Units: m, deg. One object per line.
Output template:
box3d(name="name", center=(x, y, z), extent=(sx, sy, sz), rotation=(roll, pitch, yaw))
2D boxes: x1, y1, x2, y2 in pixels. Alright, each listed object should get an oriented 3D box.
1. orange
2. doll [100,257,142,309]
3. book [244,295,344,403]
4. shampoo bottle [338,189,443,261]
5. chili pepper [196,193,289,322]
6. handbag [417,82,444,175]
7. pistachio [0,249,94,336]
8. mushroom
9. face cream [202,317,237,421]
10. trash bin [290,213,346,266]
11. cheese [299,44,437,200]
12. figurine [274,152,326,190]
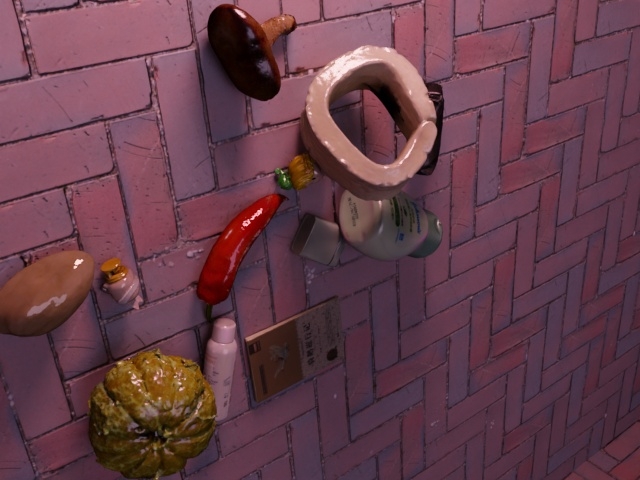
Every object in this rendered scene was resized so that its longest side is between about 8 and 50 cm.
box3d(name="orange", center=(-0.394, 0.393, 1.562), extent=(0.300, 0.223, 0.301), rotation=(-36, 122, -15))
box3d(name="doll", center=(-0.443, 0.104, 1.499), extent=(0.084, 0.073, 0.127), rotation=(-18, 121, 7))
box3d(name="book", center=(-0.064, 0.305, 1.916), extent=(0.310, 0.021, 0.216), rotation=(-23, 122, -29))
box3d(name="shampoo bottle", center=(0.208, -0.041, 1.874), extent=(0.350, 0.151, 0.221), rotation=(17, 59, -49))
box3d(name="chili pepper", center=(-0.201, 0.035, 1.643), extent=(0.368, 0.092, 0.137), rotation=(-57, 144, 0))
box3d(name="handbag", center=(0.288, -0.298, 1.800), extent=(0.247, 0.080, 0.223), rotation=(-63, 165, -70))
box3d(name="pistachio", center=(-0.553, 0.107, 1.373), extent=(0.226, 0.136, 0.136), rotation=(-45, 131, -22))
box3d(name="mushroom", center=(-0.130, -0.447, 1.477), extent=(0.217, 0.148, 0.227), rotation=(-56, 145, -29))
box3d(name="face cream", center=(-0.258, 0.326, 1.730), extent=(0.082, 0.082, 0.269), rotation=(-5, 112, -37))
box3d(name="trash bin", center=(0.000, 0.000, 1.804), extent=(0.130, 0.059, 0.116), rotation=(20, 96, -41))
box3d(name="cheese", center=(0.121, -0.270, 1.596), extent=(0.292, 0.153, 0.332), rotation=(-33, 86, -12))
box3d(name="figurine", center=(-0.041, -0.185, 1.685), extent=(0.156, 0.115, 0.095), rotation=(-23, 159, -7))
